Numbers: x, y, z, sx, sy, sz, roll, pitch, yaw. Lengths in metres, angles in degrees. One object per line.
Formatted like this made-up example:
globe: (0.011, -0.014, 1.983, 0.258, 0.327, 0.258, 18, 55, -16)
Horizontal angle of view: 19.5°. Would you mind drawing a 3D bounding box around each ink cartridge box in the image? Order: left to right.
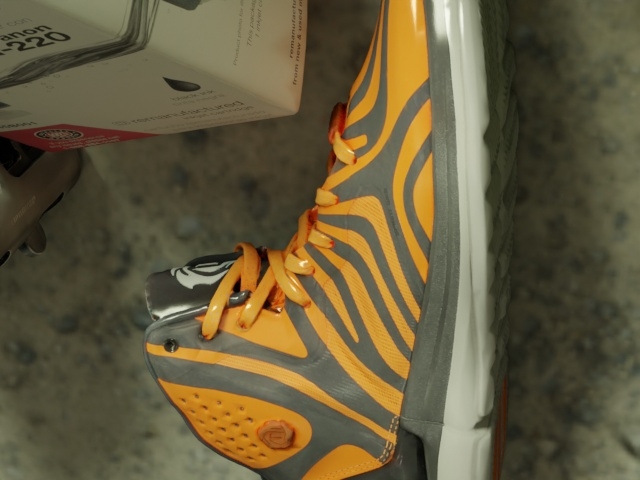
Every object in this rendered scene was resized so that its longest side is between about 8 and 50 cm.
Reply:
ink cartridge box: (-0.129, -0.111, 0.802, 0.159, 0.218, 0.092, -7, 74, 33)

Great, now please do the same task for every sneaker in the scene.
sneaker: (0.000, 0.000, 0.895, 0.180, 0.124, 0.321, 5, 113, 11)

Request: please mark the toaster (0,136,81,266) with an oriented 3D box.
toaster: (-0.219, -0.045, 0.908, 0.110, 0.168, 0.185, -27, 104, 22)
